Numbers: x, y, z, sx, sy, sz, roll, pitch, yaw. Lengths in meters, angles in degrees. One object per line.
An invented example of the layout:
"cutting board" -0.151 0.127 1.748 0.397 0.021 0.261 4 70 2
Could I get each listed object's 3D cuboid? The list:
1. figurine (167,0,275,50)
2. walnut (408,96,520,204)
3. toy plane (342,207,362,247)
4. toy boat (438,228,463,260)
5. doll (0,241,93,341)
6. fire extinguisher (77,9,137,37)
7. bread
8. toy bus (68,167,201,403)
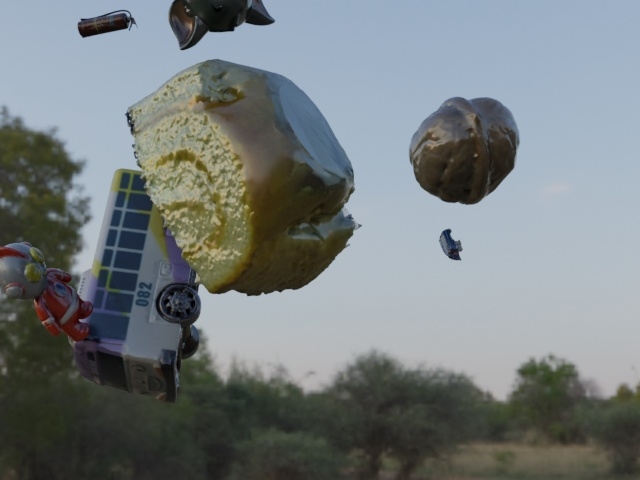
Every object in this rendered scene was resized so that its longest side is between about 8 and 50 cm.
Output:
"figurine" -0.219 -0.460 1.687 0.193 0.265 0.140 -32 -20 -32
"walnut" 0.275 -0.174 1.892 0.224 0.224 0.224 0 -11 0
"toy plane" 0.001 -0.013 2.612 0.234 0.160 0.082 -26 -42 -8
"toy boat" 0.248 0.010 1.857 0.038 0.083 0.038 -7 -49 -8
"doll" -0.490 0.078 1.725 0.076 0.142 0.245 -24 -51 16
"fire extinguisher" -0.462 -0.473 2.162 0.132 0.056 0.039 -9 -19 11
"bread" -0.111 -0.131 1.511 0.239 0.395 0.264 0 -36 -49
"toy bus" -0.357 0.088 2.013 0.250 0.439 0.209 8 -30 -4
